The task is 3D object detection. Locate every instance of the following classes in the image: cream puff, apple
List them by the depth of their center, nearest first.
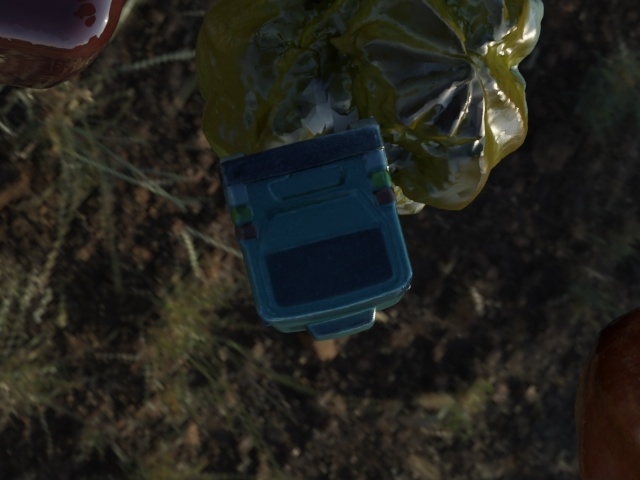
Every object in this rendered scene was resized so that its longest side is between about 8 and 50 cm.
[{"bbox_3d":[0.276,0.147,1.156,0.199,0.199,0.199,-14,118,-27],"label":"apple"},{"bbox_3d":[0.058,-0.159,1.555,0.378,0.275,0.378,-10,123,-15],"label":"cream puff"}]

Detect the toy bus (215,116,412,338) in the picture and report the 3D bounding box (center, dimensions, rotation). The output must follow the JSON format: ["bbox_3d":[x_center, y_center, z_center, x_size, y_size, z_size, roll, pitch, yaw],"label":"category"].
[{"bbox_3d":[0.000,0.000,1.170,0.128,0.256,0.147,-14,84,0],"label":"toy bus"}]

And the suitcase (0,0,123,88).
[{"bbox_3d":[-0.172,-0.237,0.818,0.161,0.236,0.297,12,87,-15],"label":"suitcase"}]
